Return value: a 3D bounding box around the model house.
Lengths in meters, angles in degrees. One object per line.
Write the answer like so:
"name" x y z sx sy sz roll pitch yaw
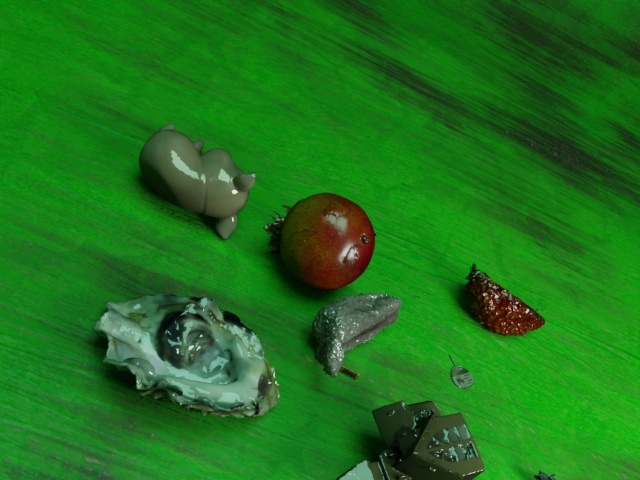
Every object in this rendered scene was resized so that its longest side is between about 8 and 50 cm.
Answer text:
"model house" 0.120 0.373 1.089 0.248 0.181 0.176 0 52 -33

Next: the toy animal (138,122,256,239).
"toy animal" -0.263 -0.137 1.332 0.250 0.166 0.154 27 52 1

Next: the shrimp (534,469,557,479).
"shrimp" 0.505 0.612 1.196 0.246 0.085 0.360 -13 63 -31

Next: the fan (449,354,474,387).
"fan" 0.305 0.296 1.401 0.080 0.003 0.060 42 42 8

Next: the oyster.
"oyster" -0.221 0.207 1.091 0.351 0.115 0.238 27 34 -14

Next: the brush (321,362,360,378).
"brush" 0.043 0.253 1.270 0.083 0.019 0.021 26 34 -6

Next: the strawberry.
"strawberry" 0.432 0.168 1.532 0.236 0.107 0.175 38 6 3

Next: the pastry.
"pastry" 0.063 0.169 1.286 0.112 0.103 0.265 37 33 18

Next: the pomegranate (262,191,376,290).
"pomegranate" 0.000 0.000 1.339 0.235 0.210 0.210 9 43 9
